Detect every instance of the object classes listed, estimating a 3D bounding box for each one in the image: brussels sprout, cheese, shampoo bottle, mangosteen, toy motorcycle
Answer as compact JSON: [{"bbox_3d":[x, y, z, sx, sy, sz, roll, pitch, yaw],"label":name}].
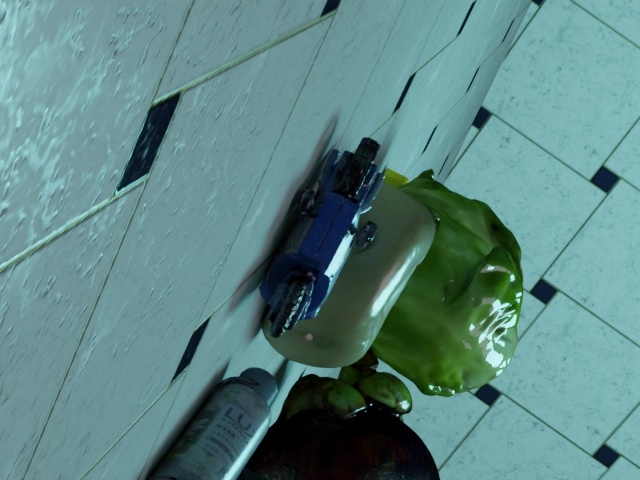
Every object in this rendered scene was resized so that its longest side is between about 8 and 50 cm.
[{"bbox_3d":[0.139,0.051,1.892,0.227,0.294,0.259,-30,-158,20],"label":"brussels sprout"},{"bbox_3d":[0.029,0.034,1.553,0.218,0.117,0.235,-63,171,24],"label":"cheese"},{"bbox_3d":[-0.095,0.187,1.402,0.072,0.072,0.214,-66,173,31],"label":"shampoo bottle"},{"bbox_3d":[0.023,0.327,2.037,0.311,0.311,0.311,-62,174,-11],"label":"mangosteen"},{"bbox_3d":[0.000,0.000,1.385,0.205,0.076,0.114,-63,-177,-11],"label":"toy motorcycle"}]

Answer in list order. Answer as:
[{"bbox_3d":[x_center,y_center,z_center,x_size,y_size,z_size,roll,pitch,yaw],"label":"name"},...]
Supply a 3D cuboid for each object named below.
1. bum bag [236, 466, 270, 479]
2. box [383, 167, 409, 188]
[{"bbox_3d":[-0.129,0.338,1.552,0.248,0.123,0.060,-57,149,-34],"label":"bum bag"},{"bbox_3d":[0.046,0.040,2.065,0.269,0.043,0.152,-63,172,-7],"label":"box"}]
